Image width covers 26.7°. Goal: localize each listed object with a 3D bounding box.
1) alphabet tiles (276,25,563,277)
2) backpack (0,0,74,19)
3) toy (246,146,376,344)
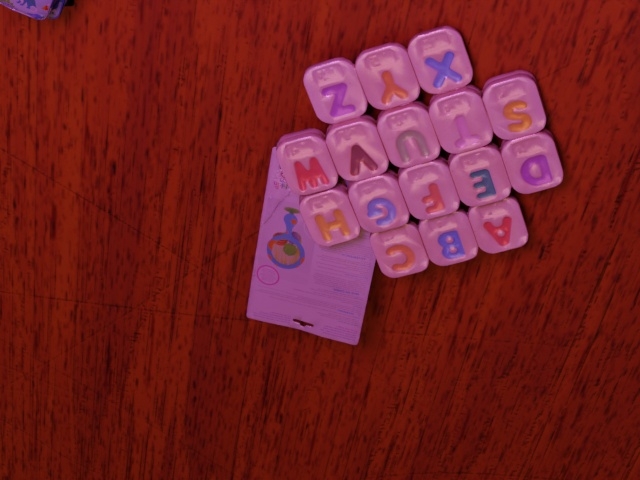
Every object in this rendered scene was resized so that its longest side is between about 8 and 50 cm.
[{"bbox_3d":[0.104,-0.083,1.428,0.284,0.021,0.278,-15,122,13],"label":"alphabet tiles"},{"bbox_3d":[-0.287,-0.285,1.355,0.105,0.084,0.114,25,129,-10],"label":"backpack"},{"bbox_3d":[0.000,0.000,1.544,0.137,0.056,0.237,14,127,6],"label":"toy"}]
